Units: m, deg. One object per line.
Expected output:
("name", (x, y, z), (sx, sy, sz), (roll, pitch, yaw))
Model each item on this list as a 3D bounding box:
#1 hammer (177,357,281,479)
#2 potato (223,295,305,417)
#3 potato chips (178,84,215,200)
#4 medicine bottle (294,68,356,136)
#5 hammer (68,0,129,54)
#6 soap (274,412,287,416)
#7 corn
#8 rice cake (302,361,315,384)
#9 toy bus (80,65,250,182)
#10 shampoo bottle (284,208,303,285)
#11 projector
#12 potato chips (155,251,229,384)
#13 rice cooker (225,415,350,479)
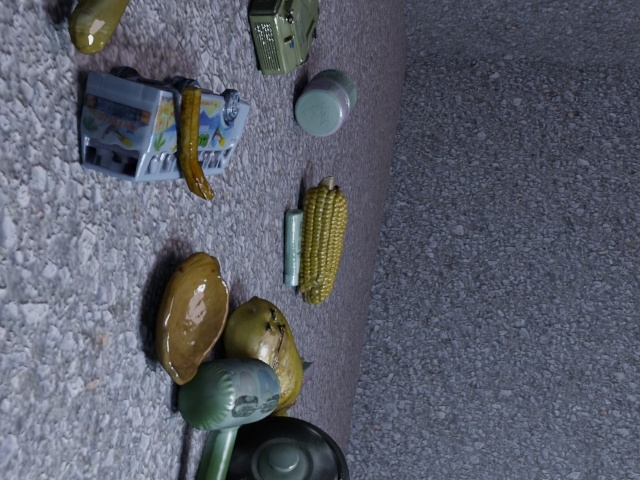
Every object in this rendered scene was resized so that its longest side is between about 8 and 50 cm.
("hammer", (-0.185, 0.371, 1.242), (0.206, 0.118, 0.336), (16, 89, -61))
("potato", (-0.115, 0.256, 1.445), (0.173, 0.140, 0.300), (-66, 155, -46))
("potato chips", (-0.158, -0.119, 0.888), (0.204, 0.037, 0.026), (96, 11, -54))
("medicine bottle", (0.015, -0.345, 1.778), (0.168, 0.135, 0.135), (-66, 159, -57))
("hammer", (-0.216, -0.335, 0.817), (0.202, 0.113, 0.306), (66, 37, -61))
("soap", (-0.112, 0.492, 1.797), (0.140, 0.045, 0.089), (-67, 163, -54))
("corn", (0.000, 0.000, 1.889), (0.130, 0.130, 0.347), (-27, 124, -76))
("rice cake", (-0.069, 0.394, 1.939), (0.290, 0.051, 0.081), (-13, 123, -77))
("toy bus", (-0.198, -0.156, 0.967), (0.329, 0.108, 0.136), (-30, 134, -75))
("shampoo bottle", (-0.069, 0.020, 1.779), (0.069, 0.041, 0.191), (-61, 154, -74))
("projector", (-0.063, -0.461, 1.474), (0.194, 0.088, 0.270), (79, 21, -45))
("potato chips", (-0.213, 0.119, 1.117), (0.195, 0.061, 0.208), (31, 67, -71))
("rice cooker", (-0.082, 0.502, 1.384), (0.264, 0.316, 0.317), (-39, 138, -41))
